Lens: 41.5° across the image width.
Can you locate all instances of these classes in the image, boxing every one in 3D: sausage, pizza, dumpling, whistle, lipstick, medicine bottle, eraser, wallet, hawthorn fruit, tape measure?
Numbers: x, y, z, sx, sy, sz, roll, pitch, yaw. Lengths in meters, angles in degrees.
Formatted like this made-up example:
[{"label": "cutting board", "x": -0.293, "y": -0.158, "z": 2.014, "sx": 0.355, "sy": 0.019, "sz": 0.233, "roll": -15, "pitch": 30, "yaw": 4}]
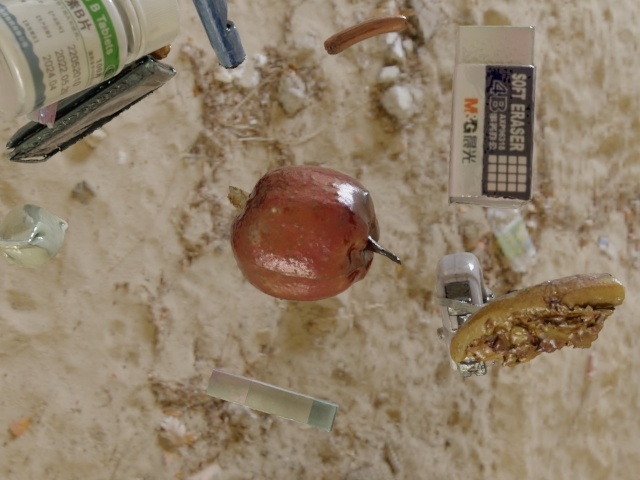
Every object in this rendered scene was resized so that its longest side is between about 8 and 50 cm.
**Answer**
[{"label": "sausage", "x": 0.090, "y": -0.415, "z": 1.692, "sx": 0.177, "sy": 0.040, "sz": 0.047, "roll": -22, "pitch": 112, "yaw": -7}, {"label": "pizza", "x": 0.326, "y": 0.133, "z": 1.278, "sx": 0.161, "sy": 0.305, "sz": 0.085, "roll": 29, "pitch": 46, "yaw": -33}, {"label": "dumpling", "x": -0.576, "y": -0.008, "z": 1.612, "sx": 0.229, "sy": 0.151, "sz": 0.124, "roll": -87, "pitch": 174, "yaw": -87}, {"label": "whistle", "x": -0.205, "y": -0.442, "z": 1.508, "sx": 0.062, "sy": 0.062, "sz": 0.304, "roll": -57, "pitch": 148, "yaw": -28}, {"label": "lipstick", "x": -0.117, "y": 0.389, "z": 2.064, "sx": 0.066, "sy": 0.317, "sz": 0.068, "roll": 91, "pitch": 15, "yaw": -85}, {"label": "pizza", "x": -0.166, "y": -0.076, "z": 2.034, "sx": 0.062, "sy": 0.161, "sz": 0.182, "roll": -48, "pitch": 168, "yaw": 6}, {"label": "medicine bottle", "x": -0.294, "y": -0.252, "z": 1.015, "sx": 0.237, "sy": 0.139, "sz": 0.139, "roll": -33, "pitch": 115, "yaw": -33}, {"label": "eraser", "x": 0.271, "y": -0.197, "z": 1.341, "sx": 0.086, "sy": 0.130, "sz": 0.287, "roll": 73, "pitch": 20, "yaw": -80}, {"label": "wallet", "x": -0.464, "y": -0.273, "z": 1.714, "sx": 0.342, "sy": 0.237, "sz": 0.075, "roll": -33, "pitch": 92, "yaw": 5}, {"label": "hawthorn fruit", "x": 0.000, "y": 0.000, "z": 1.483, "sx": 0.254, "sy": 0.300, "sz": 0.254, "roll": -48, "pitch": 150, "yaw": -39}, {"label": "tape measure", "x": 0.287, "y": 0.124, "z": 1.695, "sx": 0.236, "sy": 0.120, "sz": 0.197, "roll": -75, "pitch": 151, "yaw": -59}]

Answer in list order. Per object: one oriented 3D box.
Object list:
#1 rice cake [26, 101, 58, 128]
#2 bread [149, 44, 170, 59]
[{"label": "rice cake", "x": -0.432, "y": -0.324, "z": 1.359, "sx": 0.051, "sy": 0.081, "sz": 0.290, "roll": 3, "pitch": 102, "yaw": -30}, {"label": "bread", "x": -0.355, "y": -0.406, "z": 1.632, "sx": 0.157, "sy": 0.052, "sz": 0.044, "roll": 37, "pitch": 50, "yaw": -39}]
